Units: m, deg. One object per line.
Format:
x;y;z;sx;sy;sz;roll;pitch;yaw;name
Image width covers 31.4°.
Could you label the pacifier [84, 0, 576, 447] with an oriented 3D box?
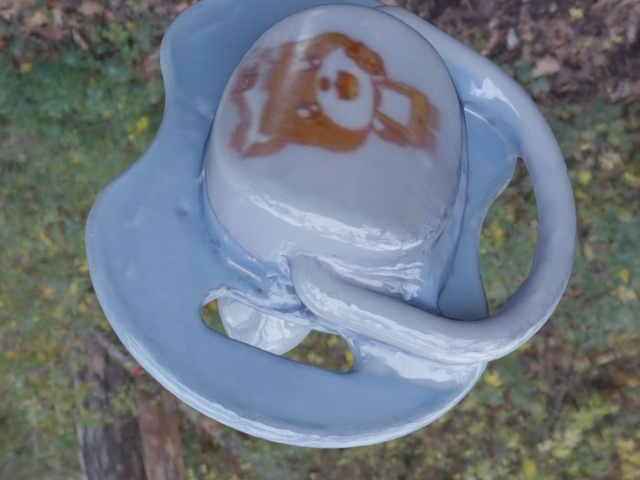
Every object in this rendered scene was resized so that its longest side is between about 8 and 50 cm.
0.000;0.000;0.592;0.227;0.279;0.207;22;142;-9;pacifier
